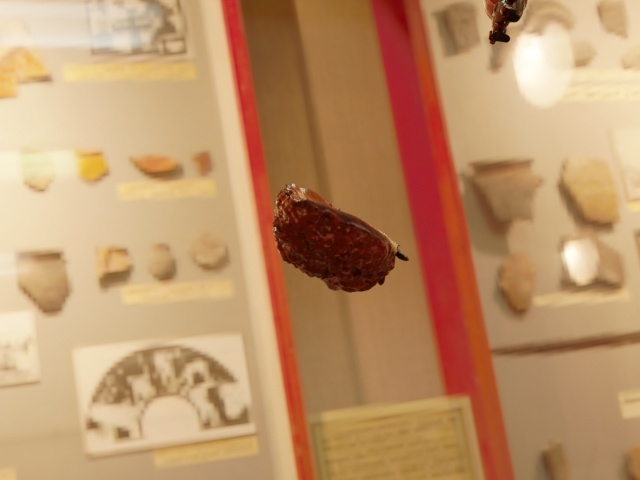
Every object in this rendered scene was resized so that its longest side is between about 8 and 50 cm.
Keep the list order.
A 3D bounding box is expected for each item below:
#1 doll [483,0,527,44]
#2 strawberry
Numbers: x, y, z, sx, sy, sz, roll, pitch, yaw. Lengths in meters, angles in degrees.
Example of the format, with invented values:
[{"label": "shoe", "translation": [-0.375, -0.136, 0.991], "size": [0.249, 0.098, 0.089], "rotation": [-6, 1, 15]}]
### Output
[{"label": "doll", "translation": [0.223, -0.295, 1.677], "size": [0.057, 0.169, 0.109], "rotation": [19, -57, 4]}, {"label": "strawberry", "translation": [0.011, 0.007, 1.705], "size": [0.174, 0.098, 0.228], "rotation": [31, 2, 10]}]
